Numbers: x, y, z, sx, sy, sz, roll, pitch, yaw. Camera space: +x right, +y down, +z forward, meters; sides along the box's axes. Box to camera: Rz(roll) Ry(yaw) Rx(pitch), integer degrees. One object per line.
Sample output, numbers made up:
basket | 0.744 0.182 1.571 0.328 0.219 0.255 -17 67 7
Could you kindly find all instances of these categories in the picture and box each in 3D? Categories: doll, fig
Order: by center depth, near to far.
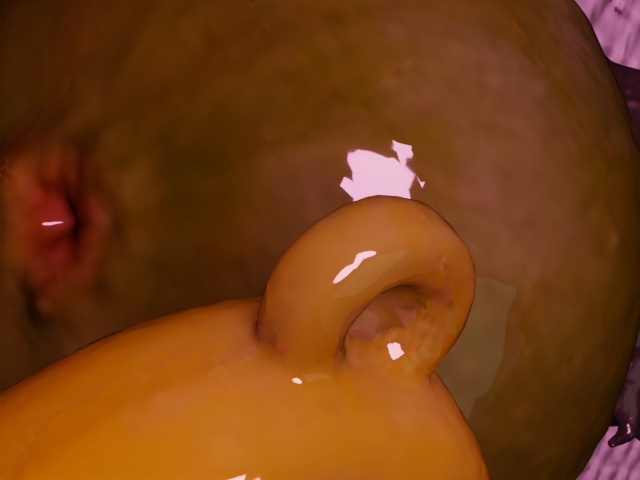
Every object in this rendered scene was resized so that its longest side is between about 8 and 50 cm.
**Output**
doll | -0.123 0.184 0.460 0.348 0.161 0.423 -16 139 -20
fig | 0.000 0.000 0.649 0.316 0.316 0.316 -31 136 -34

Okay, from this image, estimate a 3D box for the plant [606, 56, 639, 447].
plant | 0.125 0.011 0.908 0.234 0.178 0.204 -44 144 -30
